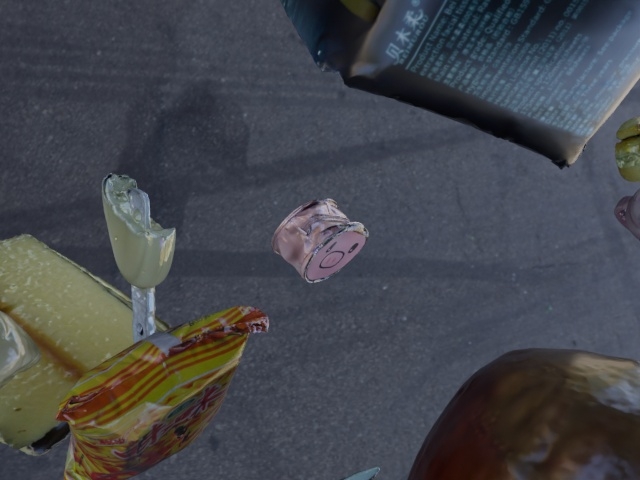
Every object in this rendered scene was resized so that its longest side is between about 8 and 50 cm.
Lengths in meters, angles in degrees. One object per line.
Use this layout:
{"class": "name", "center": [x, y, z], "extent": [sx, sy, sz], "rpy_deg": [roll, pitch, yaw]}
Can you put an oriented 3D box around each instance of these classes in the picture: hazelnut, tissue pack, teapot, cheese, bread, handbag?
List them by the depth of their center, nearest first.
{"class": "tissue pack", "center": [0.165, -0.293, 0.472], "extent": [0.264, 0.417, 0.253], "rpy_deg": [11, 33, -26]}
{"class": "hazelnut", "center": [0.271, 0.319, 0.664], "extent": [0.352, 0.420, 0.421], "rpy_deg": [-3, 72, -65]}
{"class": "cheese", "center": [-0.232, 0.039, 0.878], "extent": [0.049, 0.127, 0.235], "rpy_deg": [-18, 123, -43]}
{"class": "cheese", "center": [-0.457, 0.169, 0.894], "extent": [0.093, 0.263, 0.159], "rpy_deg": [48, 67, -6]}
{"class": "teapot", "center": [0.508, -0.014, 0.986], "extent": [0.146, 0.148, 0.116], "rpy_deg": [38, 51, -30]}
{"class": "bread", "center": [-0.492, 0.142, 1.144], "extent": [0.346, 0.242, 0.405], "rpy_deg": [-44, 109, -34]}
{"class": "bread", "center": [0.587, -0.166, 1.242], "extent": [0.156, 0.064, 0.118], "rpy_deg": [-24, 107, -48]}
{"class": "handbag", "center": [0.001, 0.001, 1.471], "extent": [0.116, 0.179, 0.205], "rpy_deg": [48, 20, 24]}

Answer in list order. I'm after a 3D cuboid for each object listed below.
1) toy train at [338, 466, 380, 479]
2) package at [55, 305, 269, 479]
{"class": "toy train", "center": [-0.020, 0.404, 0.999], "extent": [0.252, 0.055, 0.048], "rpy_deg": [-36, 66, -14]}
{"class": "package", "center": [-0.190, 0.176, 0.749], "extent": [0.223, 0.288, 0.108], "rpy_deg": [-29, 66, -36]}
